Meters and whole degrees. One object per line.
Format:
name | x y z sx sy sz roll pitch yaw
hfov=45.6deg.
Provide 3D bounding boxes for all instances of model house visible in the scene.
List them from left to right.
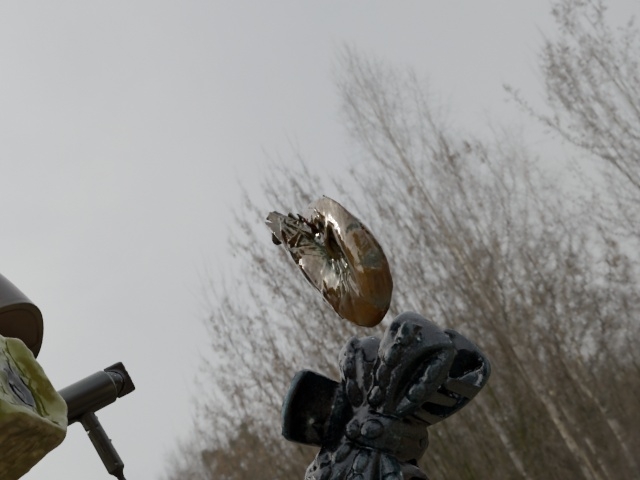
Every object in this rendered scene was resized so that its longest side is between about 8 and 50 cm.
model house | -0.387 0.172 0.768 0.193 0.175 0.234 -38 -58 -5

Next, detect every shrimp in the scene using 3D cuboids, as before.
shrimp | 0.000 0.000 0.946 0.063 0.287 0.152 -24 -53 -23

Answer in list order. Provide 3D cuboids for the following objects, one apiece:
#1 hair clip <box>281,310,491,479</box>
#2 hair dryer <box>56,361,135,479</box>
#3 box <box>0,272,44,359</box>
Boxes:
hair clip | 0.078 0.245 0.973 0.206 0.310 0.194 5 -17 46
hair dryer | -0.442 0.397 1.588 0.195 0.248 0.078 -24 -12 -39
box | -0.674 0.163 1.363 0.301 0.216 0.301 -42 -22 -21
